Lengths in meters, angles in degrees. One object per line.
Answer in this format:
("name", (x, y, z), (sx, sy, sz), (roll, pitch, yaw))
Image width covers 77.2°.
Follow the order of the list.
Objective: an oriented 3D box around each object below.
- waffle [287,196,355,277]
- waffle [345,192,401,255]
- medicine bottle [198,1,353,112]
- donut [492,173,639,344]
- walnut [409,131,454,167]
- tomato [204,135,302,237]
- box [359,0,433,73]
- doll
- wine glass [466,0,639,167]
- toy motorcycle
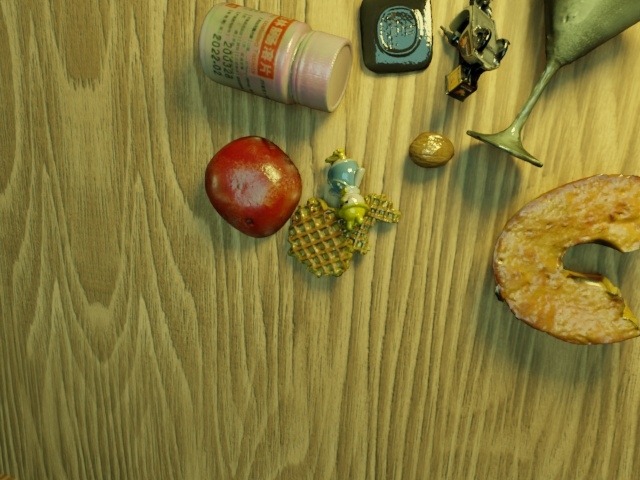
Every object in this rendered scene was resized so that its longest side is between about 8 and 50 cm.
("waffle", (0.000, 0.000, 1.260), (0.238, 0.059, 0.243), (25, 113, 23))
("waffle", (0.147, -0.053, 1.226), (0.194, 0.051, 0.149), (-36, 86, 19))
("medicine bottle", (-0.122, -0.505, 1.123), (0.388, 0.219, 0.219), (22, 107, 12))
("donut", (0.649, 0.030, 1.040), (0.378, 0.163, 0.435), (15, 107, 14))
("walnut", (0.309, -0.249, 1.115), (0.125, 0.105, 0.105), (16, 106, 9))
("tomato", (-0.232, -0.168, 1.270), (0.338, 0.144, 0.338), (3, 103, 14))
("box", (0.208, -0.574, 1.104), (0.201, 0.042, 0.212), (0, 102, 15))
("doll", (0.081, -0.149, 1.174), (0.135, 0.099, 0.241), (-18, 70, 16))
("wine glass", (0.537, -0.395, 0.938), (0.267, 0.267, 0.406), (28, 111, 9))
("toy motorcycle", (0.372, -0.495, 0.985), (0.091, 0.157, 0.263), (15, 66, -23))
